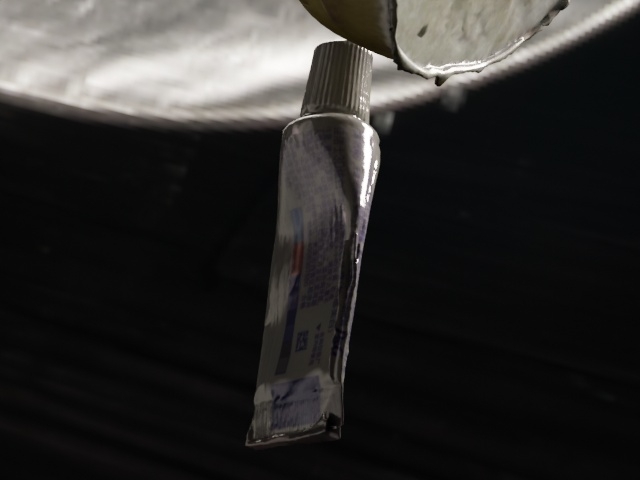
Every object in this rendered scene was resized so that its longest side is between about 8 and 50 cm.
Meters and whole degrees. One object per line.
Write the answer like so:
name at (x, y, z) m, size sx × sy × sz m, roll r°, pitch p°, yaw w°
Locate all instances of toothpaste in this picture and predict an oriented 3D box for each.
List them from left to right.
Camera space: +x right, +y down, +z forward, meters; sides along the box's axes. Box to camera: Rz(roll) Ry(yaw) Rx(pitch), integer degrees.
toothpaste at (0.000, -0.001, 1.210) m, size 0.099 × 0.068 × 0.282 m, roll 101°, pitch -5°, yaw -74°

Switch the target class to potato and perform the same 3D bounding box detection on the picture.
potato at (0.043, -0.235, 1.045) m, size 0.246 × 0.196 × 0.300 m, roll -65°, pitch 156°, yaw 4°
